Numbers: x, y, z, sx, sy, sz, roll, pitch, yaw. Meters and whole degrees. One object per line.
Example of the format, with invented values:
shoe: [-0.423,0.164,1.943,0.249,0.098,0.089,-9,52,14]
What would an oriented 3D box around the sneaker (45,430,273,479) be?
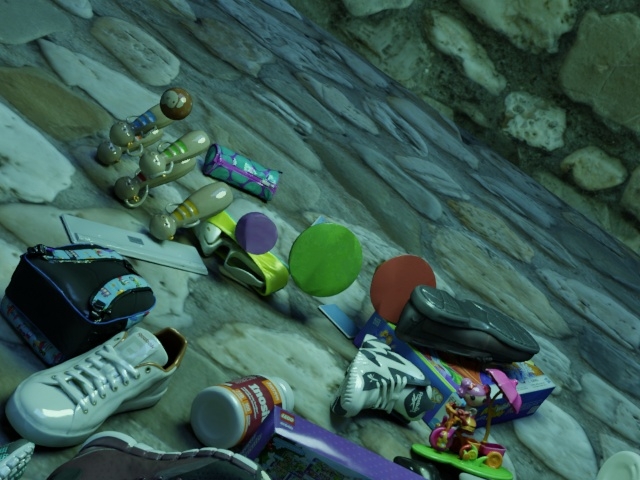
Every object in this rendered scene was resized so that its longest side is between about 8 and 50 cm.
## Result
sneaker: [-0.192,0.293,1.311,0.281,0.106,0.162,2,18,33]

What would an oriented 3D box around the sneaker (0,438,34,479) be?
sneaker: [-0.369,0.244,1.302,0.076,0.065,0.166,34,20,8]

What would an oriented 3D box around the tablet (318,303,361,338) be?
tablet: [0.037,0.142,2.146,0.083,0.006,0.054,44,24,24]

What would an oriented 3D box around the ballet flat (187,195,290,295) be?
ballet flat: [-0.154,0.011,2.066,0.231,0.077,0.077,39,50,8]

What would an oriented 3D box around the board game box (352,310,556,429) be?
board game box: [0.245,0.222,2.181,0.233,0.078,0.347,46,25,26]

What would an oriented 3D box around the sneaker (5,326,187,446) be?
sneaker: [-0.272,0.163,1.520,0.106,0.123,0.290,43,25,14]

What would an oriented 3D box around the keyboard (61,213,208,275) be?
keyboard: [-0.293,0.007,1.951,0.256,0.014,0.072,16,23,-39]

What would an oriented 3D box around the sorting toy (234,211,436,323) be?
sorting toy: [0.015,0.027,2.069,0.365,0.127,0.126,20,8,-20]

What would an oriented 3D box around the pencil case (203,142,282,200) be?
pencil case: [-0.151,-0.132,2.357,0.151,0.064,0.070,23,0,-26]

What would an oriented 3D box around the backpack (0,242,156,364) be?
backpack: [-0.315,0.079,1.632,0.158,0.117,0.173,42,24,17]

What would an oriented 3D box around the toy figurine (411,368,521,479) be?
toy figurine: [0.246,0.277,1.924,0.173,0.159,0.130,16,3,-15]

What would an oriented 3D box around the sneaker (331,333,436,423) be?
sneaker: [0.111,0.240,1.932,0.153,0.094,0.235,27,12,3]

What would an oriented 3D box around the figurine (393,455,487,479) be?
figurine: [0.221,0.405,1.779,0.215,0.092,0.209,21,22,-32]

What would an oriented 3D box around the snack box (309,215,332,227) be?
snack box: [0.000,0.000,2.359,0.064,0.022,0.178,34,22,2]

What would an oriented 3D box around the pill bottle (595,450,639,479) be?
pill bottle: [0.601,0.460,2.141,0.221,0.124,0.124,25,24,-23]

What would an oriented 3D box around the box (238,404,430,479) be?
box: [0.018,0.340,1.462,0.293,0.201,0.057,29,24,-16]

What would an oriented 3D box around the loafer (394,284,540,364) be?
loafer: [0.249,0.161,2.101,0.302,0.095,0.109,22,23,-36]

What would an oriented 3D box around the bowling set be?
bowling set: [-0.284,-0.158,2.028,0.154,0.200,0.287,-30,49,-25]

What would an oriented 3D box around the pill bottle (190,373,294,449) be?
pill bottle: [-0.102,0.230,1.667,0.086,0.086,0.152,43,24,20]
